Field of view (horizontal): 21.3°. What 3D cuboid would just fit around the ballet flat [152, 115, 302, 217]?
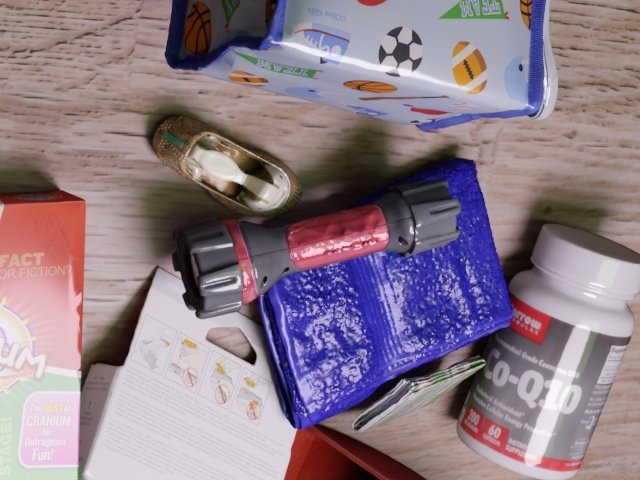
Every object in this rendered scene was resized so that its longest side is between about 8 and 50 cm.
[{"bbox_3d":[-0.087,-0.066,1.790,0.206,0.067,0.073,23,97,-39],"label":"ballet flat"}]

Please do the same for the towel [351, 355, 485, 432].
[{"bbox_3d":[0.115,0.179,2.013,0.152,0.023,0.113,-15,161,-49],"label":"towel"}]

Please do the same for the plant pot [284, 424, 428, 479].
[{"bbox_3d":[0.080,0.393,2.007,0.236,0.267,0.267,14,103,-49],"label":"plant pot"}]

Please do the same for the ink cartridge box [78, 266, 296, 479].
[{"bbox_3d":[-0.140,0.191,1.881,0.275,0.060,0.239,33,66,-39],"label":"ink cartridge box"}]

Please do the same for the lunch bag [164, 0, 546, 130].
[{"bbox_3d":[0.044,-0.326,1.646,0.328,0.239,0.385,9,83,-35],"label":"lunch bag"}]

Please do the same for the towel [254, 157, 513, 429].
[{"bbox_3d":[0.074,0.060,1.932,0.308,0.076,0.227,-25,114,-23],"label":"towel"}]

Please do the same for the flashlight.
[{"bbox_3d":[0.000,0.000,1.799,0.304,0.103,0.103,-14,136,-17],"label":"flashlight"}]

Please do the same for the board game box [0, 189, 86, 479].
[{"bbox_3d":[-0.353,0.115,1.660,0.242,0.064,0.316,-4,103,-33],"label":"board game box"}]

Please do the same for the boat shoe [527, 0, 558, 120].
[{"bbox_3d":[0.215,-0.218,1.932,0.083,0.065,0.183,-18,113,-25],"label":"boat shoe"}]

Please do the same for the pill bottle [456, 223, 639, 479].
[{"bbox_3d":[0.284,0.133,2.073,0.161,0.161,0.283,10,105,-37],"label":"pill bottle"}]
